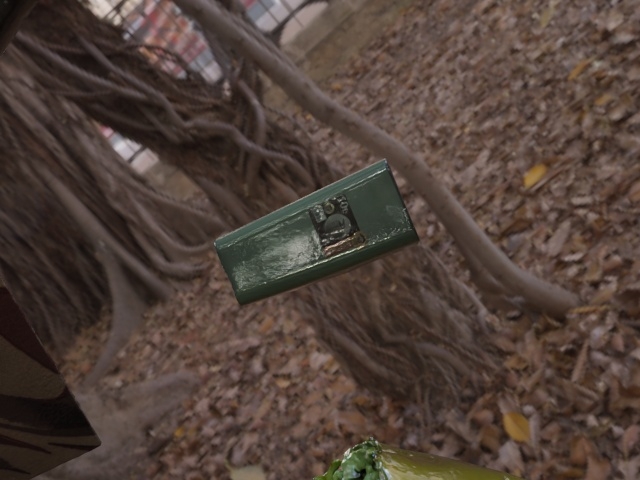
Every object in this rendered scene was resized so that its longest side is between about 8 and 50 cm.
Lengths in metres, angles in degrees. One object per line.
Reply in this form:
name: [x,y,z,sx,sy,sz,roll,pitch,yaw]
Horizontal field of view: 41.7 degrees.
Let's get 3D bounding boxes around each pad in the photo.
pad: [-0.439,0.205,1.062,0.220,0.330,0.004,-25,37,-11]

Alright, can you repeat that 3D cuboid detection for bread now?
bread: [0.169,0.413,1.176,0.208,0.376,0.251,-90,22,-45]

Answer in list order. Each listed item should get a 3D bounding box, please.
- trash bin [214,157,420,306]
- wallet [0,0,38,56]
trash bin: [0.000,0.000,1.554,0.343,0.158,0.223,-24,-4,4]
wallet: [-0.278,-0.196,0.664,0.250,0.044,0.149,-25,66,48]
